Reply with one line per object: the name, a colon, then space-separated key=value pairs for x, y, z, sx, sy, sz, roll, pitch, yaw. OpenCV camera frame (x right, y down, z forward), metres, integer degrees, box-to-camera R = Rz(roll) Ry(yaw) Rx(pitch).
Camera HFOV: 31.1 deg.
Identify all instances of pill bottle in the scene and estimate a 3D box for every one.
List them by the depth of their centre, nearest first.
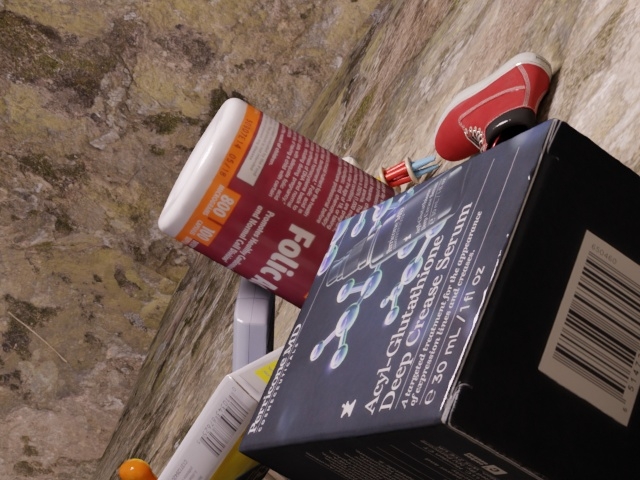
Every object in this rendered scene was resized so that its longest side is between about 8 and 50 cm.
pill bottle: x=-0.015 y=-0.018 z=1.676 sx=0.224 sy=0.392 sz=0.224 roll=-57 pitch=12 yaw=19

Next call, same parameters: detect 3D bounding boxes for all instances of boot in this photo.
boot: x=0.238 y=-0.151 z=1.704 sx=0.244 sy=0.088 sz=0.176 roll=-41 pitch=24 yaw=49

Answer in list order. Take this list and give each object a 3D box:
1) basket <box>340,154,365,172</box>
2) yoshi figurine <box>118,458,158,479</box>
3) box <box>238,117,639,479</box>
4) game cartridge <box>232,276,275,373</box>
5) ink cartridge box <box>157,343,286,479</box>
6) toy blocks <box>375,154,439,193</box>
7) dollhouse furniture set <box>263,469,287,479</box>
basket: x=0.000 y=0.000 z=1.949 sx=0.289 sy=0.255 sz=0.201 roll=-26 pitch=33 yaw=37
yoshi figurine: x=-0.353 y=0.574 z=2.175 sx=0.203 sy=0.203 sz=0.362 roll=-40 pitch=25 yaw=41
box: x=0.137 y=0.106 z=1.098 sx=0.395 sy=0.212 sz=0.293 roll=-27 pitch=35 yaw=60
game cartridge: x=-0.101 y=0.149 z=1.781 sx=0.297 sy=0.062 sz=0.198 roll=-87 pitch=-5 yaw=-77
ink cartridge box: x=-0.080 y=0.249 z=1.530 sx=0.307 sy=0.072 sz=0.303 roll=-19 pitch=-33 yaw=-54
toy blocks: x=0.142 y=-0.113 z=2.033 sx=0.148 sy=0.054 sz=0.123 roll=-21 pitch=-3 yaw=16
dollhouse furniture set: x=-0.191 y=0.415 z=1.841 sx=0.262 sy=0.135 sz=0.259 roll=-43 pitch=1 yaw=4
